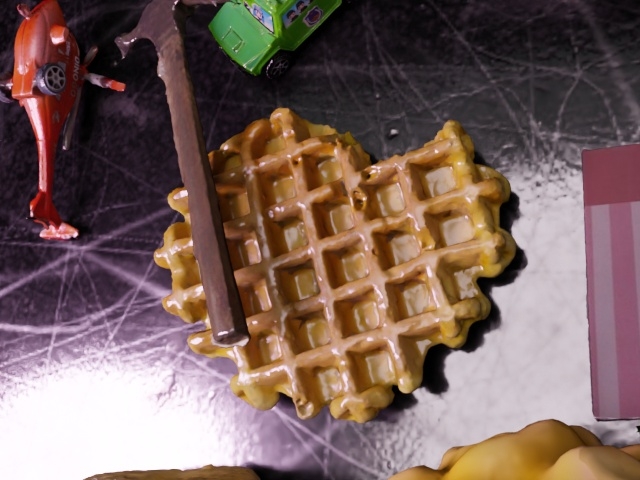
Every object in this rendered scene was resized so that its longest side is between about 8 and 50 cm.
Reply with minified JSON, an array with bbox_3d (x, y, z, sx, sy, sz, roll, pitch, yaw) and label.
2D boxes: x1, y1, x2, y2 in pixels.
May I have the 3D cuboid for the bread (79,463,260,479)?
[{"bbox_3d":[-0.087,0.284,0.563,0.178,0.142,0.265,-10,77,52],"label":"bread"}]

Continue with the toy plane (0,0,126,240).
[{"bbox_3d":[-0.235,-0.103,0.739,0.126,0.077,0.194,22,97,33],"label":"toy plane"}]

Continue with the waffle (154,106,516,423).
[{"bbox_3d":[0.000,0.000,0.630,0.253,0.056,0.249,42,96,25],"label":"waffle"}]

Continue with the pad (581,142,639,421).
[{"bbox_3d":[0.304,0.005,0.494,0.300,0.005,0.202,-5,53,21],"label":"pad"}]

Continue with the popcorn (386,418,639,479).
[{"bbox_3d":[0.080,0.259,0.382,0.349,0.382,0.348,1,91,45],"label":"popcorn"}]

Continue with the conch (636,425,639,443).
[{"bbox_3d":[0.226,0.143,0.505,0.106,0.079,0.170,15,92,39],"label":"conch"}]

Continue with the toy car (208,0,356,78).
[{"bbox_3d":[-0.017,-0.201,0.675,0.165,0.062,0.071,-44,68,8],"label":"toy car"}]

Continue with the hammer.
[{"bbox_3d":[-0.092,-0.061,0.638,0.125,0.027,0.297,-28,61,31],"label":"hammer"}]
